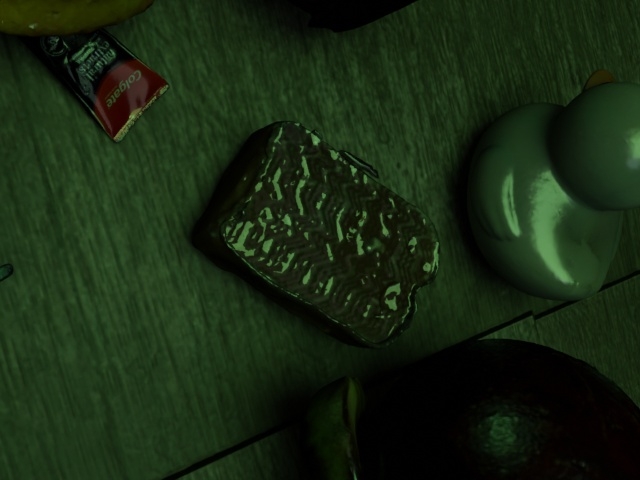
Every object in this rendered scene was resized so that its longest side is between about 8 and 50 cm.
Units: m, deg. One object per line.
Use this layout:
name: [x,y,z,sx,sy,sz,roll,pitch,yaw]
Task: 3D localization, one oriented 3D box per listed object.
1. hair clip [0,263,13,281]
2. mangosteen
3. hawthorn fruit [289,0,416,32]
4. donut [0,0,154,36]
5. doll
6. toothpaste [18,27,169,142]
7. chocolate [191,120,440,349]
hair clip: [-0.366,0.024,0.498,0.275,0.048,0.083,16,81,-23]
mangosteen: [0.144,0.232,0.633,0.330,0.330,0.330,2,86,-30]
hawthorn fruit: [0.028,-0.333,0.608,0.316,0.316,0.316,2,86,-30]
donut: [-0.225,-0.303,0.519,0.303,0.110,0.303,13,65,-29]
doll: [0.282,-0.059,0.774,0.221,0.221,0.251,15,80,-28]
toothpaste: [-0.214,-0.173,0.593,0.193,0.045,0.071,46,75,-25]
chocolate: [0.000,0.000,0.675,0.214,0.093,0.148,36,72,-22]
